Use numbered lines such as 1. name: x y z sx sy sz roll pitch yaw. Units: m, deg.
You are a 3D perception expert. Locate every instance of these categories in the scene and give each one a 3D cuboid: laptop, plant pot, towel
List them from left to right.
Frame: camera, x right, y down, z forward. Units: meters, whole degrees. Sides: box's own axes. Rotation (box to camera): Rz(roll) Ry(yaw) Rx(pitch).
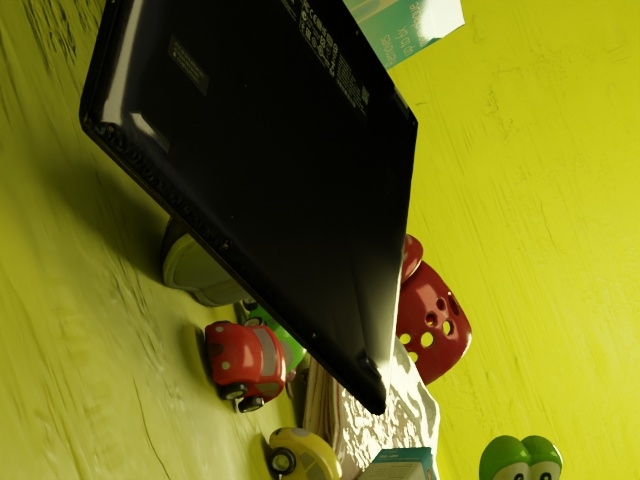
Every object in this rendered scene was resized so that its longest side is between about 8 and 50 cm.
1. laptop: -0.106 -0.128 0.867 0.382 0.236 0.407 49 41 -50
2. towel: 0.070 0.228 1.380 0.317 0.053 0.331 -84 153 -46
3. plant pot: 0.088 0.098 1.666 0.174 0.191 0.191 59 10 -22

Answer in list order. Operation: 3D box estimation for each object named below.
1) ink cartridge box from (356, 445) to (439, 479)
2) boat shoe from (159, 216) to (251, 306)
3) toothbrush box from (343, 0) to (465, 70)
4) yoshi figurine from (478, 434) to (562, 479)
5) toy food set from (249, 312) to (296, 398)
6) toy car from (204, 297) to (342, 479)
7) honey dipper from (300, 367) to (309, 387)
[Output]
1. ink cartridge box: 0.063 0.285 1.170 0.180 0.060 0.104 -37 118 -59
2. boat shoe: -0.083 -0.001 0.936 0.228 0.081 0.068 78 -6 -77
3. toothbrush box: -0.006 -0.253 1.327 0.126 0.296 0.216 62 2 19
4. yoshi figurine: 0.195 0.378 1.186 0.204 0.203 0.362 -10 107 -55
5. toy food set: -0.044 0.102 1.216 0.122 0.019 0.078 64 9 -45
6. toy car: -0.035 0.113 1.068 0.225 0.053 0.239 -96 165 -56
7. honey dipper: 0.016 0.217 1.348 0.030 0.031 0.160 -4 76 -84
